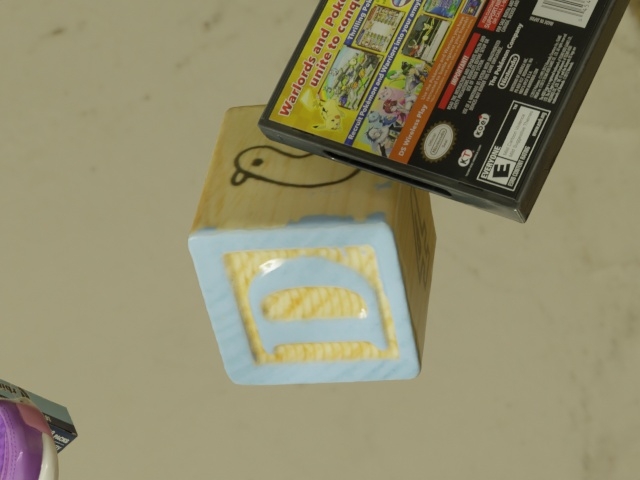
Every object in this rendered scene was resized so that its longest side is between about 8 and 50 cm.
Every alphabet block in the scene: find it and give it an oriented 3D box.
[{"bbox_3d":[0.000,0.000,1.505,0.197,0.192,0.193,-80,-16,-49],"label":"alphabet block"}]

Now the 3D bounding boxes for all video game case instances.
[{"bbox_3d":[0.112,-0.173,1.329,0.248,0.275,0.035,20,166,27],"label":"video game case"}]

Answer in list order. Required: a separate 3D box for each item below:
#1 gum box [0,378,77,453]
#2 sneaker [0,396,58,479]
[{"bbox_3d":[-0.340,0.199,1.458,0.157,0.184,0.041,34,-160,-49],"label":"gum box"},{"bbox_3d":[-0.256,0.182,0.973,0.104,0.236,0.095,25,-153,-45],"label":"sneaker"}]
